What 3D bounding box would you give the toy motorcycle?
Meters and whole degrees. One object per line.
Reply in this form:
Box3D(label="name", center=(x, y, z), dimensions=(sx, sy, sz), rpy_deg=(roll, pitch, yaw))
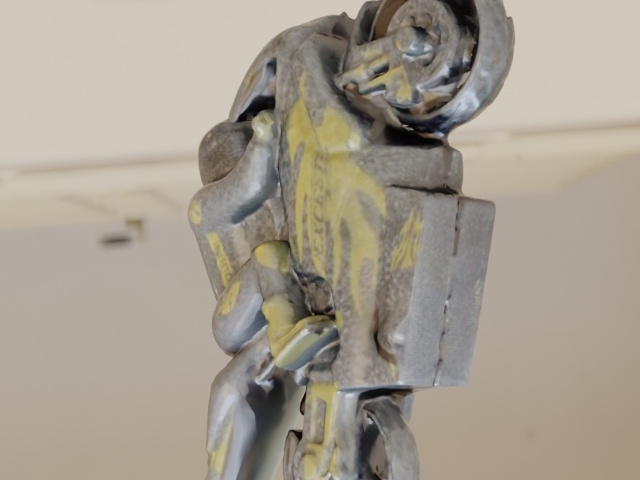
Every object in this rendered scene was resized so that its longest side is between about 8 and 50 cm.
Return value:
Box3D(label="toy motorcycle", center=(0.000, 0.000, 0.618), dimensions=(0.124, 0.061, 0.193), rpy_deg=(19, -80, 45))
